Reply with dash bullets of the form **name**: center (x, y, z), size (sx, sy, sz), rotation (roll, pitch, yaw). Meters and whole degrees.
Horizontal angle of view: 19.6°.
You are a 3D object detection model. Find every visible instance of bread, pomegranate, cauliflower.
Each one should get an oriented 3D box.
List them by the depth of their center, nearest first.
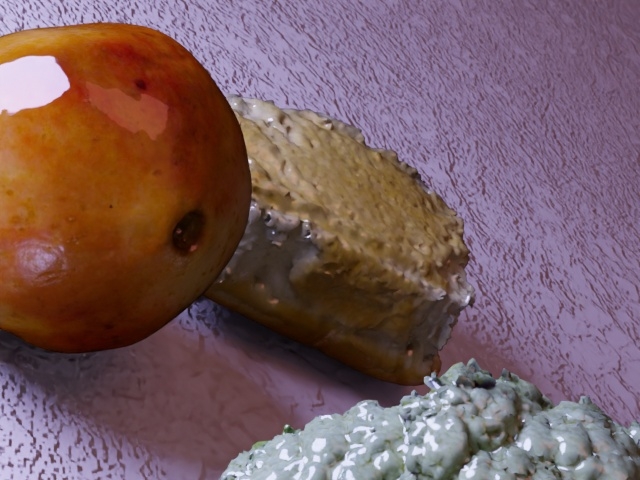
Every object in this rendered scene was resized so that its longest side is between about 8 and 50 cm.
- **cauliflower**: center (0.081, 0.193, 1.048), size (0.275, 0.272, 0.250), rotation (53, -5, -4)
- **pomegranate**: center (-0.145, -0.034, 1.102), size (0.209, 0.209, 0.209), rotation (30, 28, -18)
- **bread**: center (0.000, 0.000, 1.329), size (0.245, 0.121, 0.174), rotation (28, 37, -31)
